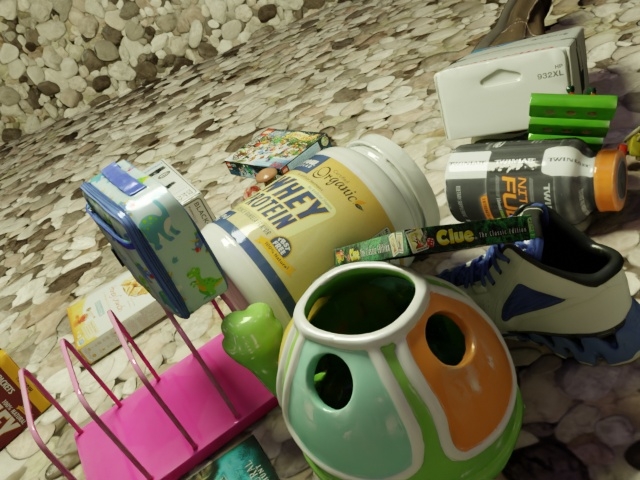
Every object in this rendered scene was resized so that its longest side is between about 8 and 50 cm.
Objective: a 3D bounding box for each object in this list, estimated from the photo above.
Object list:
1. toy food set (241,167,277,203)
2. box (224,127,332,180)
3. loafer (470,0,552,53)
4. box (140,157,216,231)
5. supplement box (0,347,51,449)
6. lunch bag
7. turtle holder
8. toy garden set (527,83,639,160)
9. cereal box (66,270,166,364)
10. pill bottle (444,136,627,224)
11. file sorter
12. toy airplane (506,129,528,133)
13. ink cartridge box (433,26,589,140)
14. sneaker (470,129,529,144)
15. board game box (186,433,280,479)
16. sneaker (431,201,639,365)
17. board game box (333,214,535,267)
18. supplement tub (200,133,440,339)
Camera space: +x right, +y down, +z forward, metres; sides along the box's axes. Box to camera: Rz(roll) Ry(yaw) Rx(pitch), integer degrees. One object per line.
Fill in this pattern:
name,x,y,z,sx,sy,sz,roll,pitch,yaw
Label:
toy food set,-0.104,-0.106,1.331,0.128,0.071,0.218,-40,34,-24
box,-0.106,-0.210,1.519,0.233,0.044,0.159,15,48,47
loafer,0.462,-0.453,1.444,0.130,0.133,0.366,24,62,24
box,-0.285,-0.049,1.277,0.087,0.169,0.290,-33,32,-14
supplement box,-0.599,0.271,1.041,0.194,0.129,0.191,10,45,44
lunch bag,-0.220,-0.008,0.803,0.090,0.176,0.219,-36,35,-20
turtle holder,0.057,0.133,0.693,0.243,0.227,0.320,-34,33,-15
toy garden set,0.414,-0.169,0.919,0.204,0.244,0.049,7,81,18
cereal box,-0.357,0.113,1.190,0.240,0.047,0.173,-35,31,-13
pill bottle,0.324,-0.088,0.945,0.246,0.130,0.130,2,40,38
file sorter,-0.232,0.189,0.859,0.291,0.182,0.202,-34,32,-15
toy airplane,0.414,-0.214,1.167,0.151,0.028,0.151,-8,19,3
ink cartridge box,0.368,-0.296,1.167,0.223,0.128,0.307,-4,20,29
sneaker,0.352,-0.151,1.098,0.192,0.064,0.086,-1,49,31
board game box,-0.093,0.319,0.712,0.126,0.026,0.186,-32,31,-13
sneaker,0.226,0.041,0.766,0.316,0.182,0.127,-2,36,33
board game box,0.112,0.005,0.713,0.136,0.030,0.260,-9,-2,-15
supplement tub,0.000,0.000,0.943,0.316,0.228,0.228,-36,32,-18
